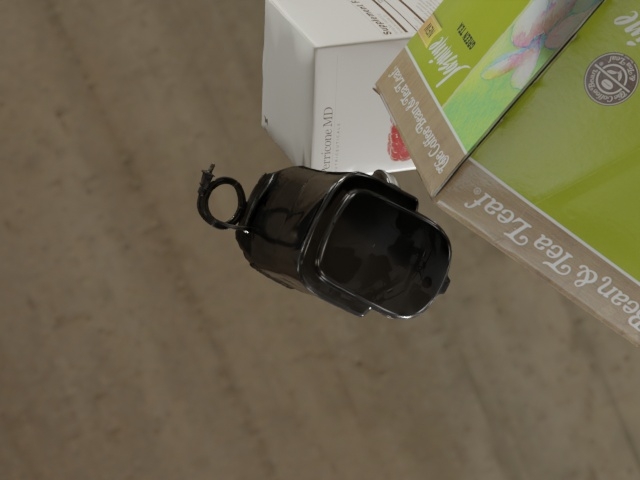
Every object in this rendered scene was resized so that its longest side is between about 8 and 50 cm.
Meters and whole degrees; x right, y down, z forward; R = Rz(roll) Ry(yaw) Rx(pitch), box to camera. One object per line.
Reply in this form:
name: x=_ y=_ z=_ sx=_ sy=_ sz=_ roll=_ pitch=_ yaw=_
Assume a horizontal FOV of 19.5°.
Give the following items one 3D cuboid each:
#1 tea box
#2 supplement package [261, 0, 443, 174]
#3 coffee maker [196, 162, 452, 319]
tea box: x=0.274 y=-0.103 z=1.346 sx=0.329 sy=0.323 sz=0.220 roll=35 pitch=15 yaw=-24
supplement package: x=0.095 y=-0.195 z=2.218 sx=0.175 sy=0.293 sz=0.177 roll=-128 pitch=-145 yaw=-55
coffee maker: x=0.000 y=0.000 z=1.513 sx=0.178 sy=0.171 sz=0.120 roll=-169 pitch=-99 yaw=-73
